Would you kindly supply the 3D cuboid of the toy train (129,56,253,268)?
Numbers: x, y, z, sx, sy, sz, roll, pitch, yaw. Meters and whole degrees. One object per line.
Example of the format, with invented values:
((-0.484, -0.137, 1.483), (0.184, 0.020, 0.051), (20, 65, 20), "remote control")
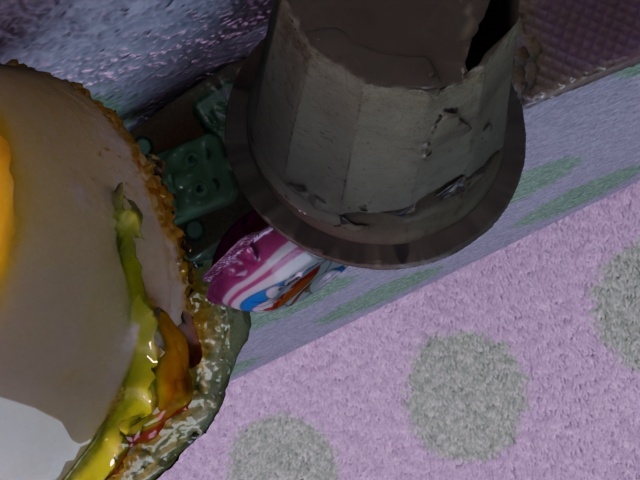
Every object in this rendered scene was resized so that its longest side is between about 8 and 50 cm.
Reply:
((-0.037, -0.056, 1.238), (0.159, 0.129, 0.326), (-32, 168, 14), "toy train")

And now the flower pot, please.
((0.048, -0.109, 0.952), (0.212, 0.212, 0.202), (-22, 163, -13), "flower pot")

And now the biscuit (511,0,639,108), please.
((0.236, -0.192, 1.198), (0.239, 0.108, 0.062), (-22, 176, -14), "biscuit")

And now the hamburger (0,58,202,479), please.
((-0.206, 0.034, 0.847), (0.276, 0.294, 0.179), (-40, 150, 18), "hamburger")

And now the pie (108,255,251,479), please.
((-0.217, 0.089, 1.254), (0.323, 0.323, 0.070), (-22, -157, -9), "pie")

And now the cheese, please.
((0.000, 0.000, 1.116), (0.155, 0.062, 0.244), (-41, 164, 29), "cheese")
